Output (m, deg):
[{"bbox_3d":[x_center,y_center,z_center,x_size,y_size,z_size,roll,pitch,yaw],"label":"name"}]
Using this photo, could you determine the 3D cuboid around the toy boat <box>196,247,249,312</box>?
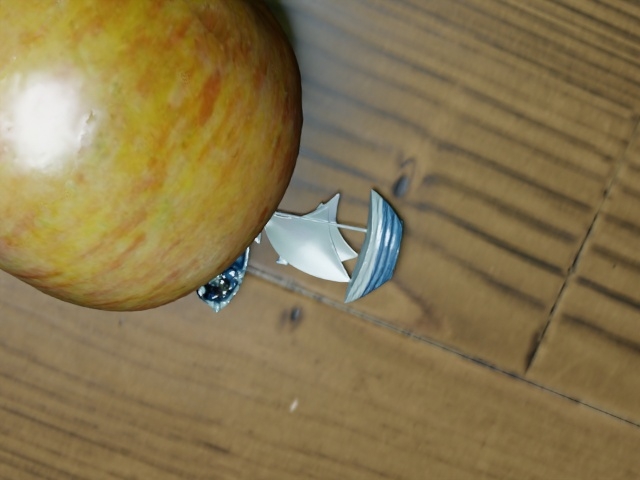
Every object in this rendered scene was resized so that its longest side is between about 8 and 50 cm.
[{"bbox_3d":[-0.095,-0.003,1.622,0.060,0.061,0.137,3,104,-4],"label":"toy boat"}]

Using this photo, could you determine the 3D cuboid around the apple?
[{"bbox_3d":[-0.205,-0.143,1.423,0.400,0.400,0.333,32,86,-10],"label":"apple"}]

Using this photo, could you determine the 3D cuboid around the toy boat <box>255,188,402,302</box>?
[{"bbox_3d":[0.006,0.010,1.645,0.149,0.034,0.105,-10,101,-2],"label":"toy boat"}]
